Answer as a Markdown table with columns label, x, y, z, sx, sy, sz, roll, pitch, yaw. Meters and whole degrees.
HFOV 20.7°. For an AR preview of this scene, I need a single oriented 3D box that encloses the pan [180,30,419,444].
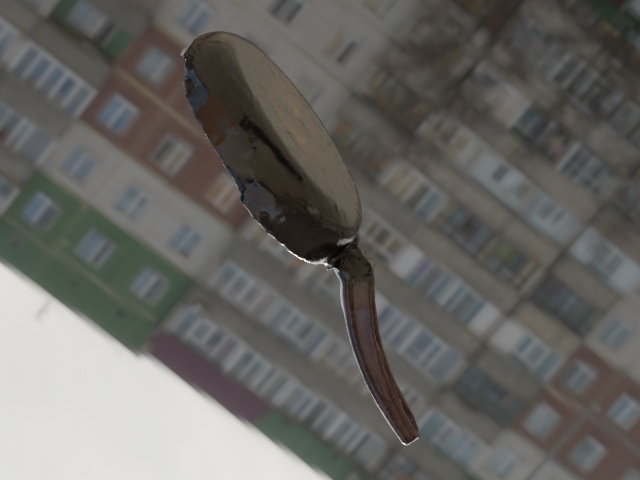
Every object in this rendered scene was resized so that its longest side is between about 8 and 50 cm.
| label | x | y | z | sx | sy | sz | roll | pitch | yaw |
| --- | --- | --- | --- | --- | --- | --- | --- | --- | --- |
| pan | 0.003 | -0.001 | 0.779 | 0.212 | 0.040 | 0.115 | 60 | -168 | -15 |
